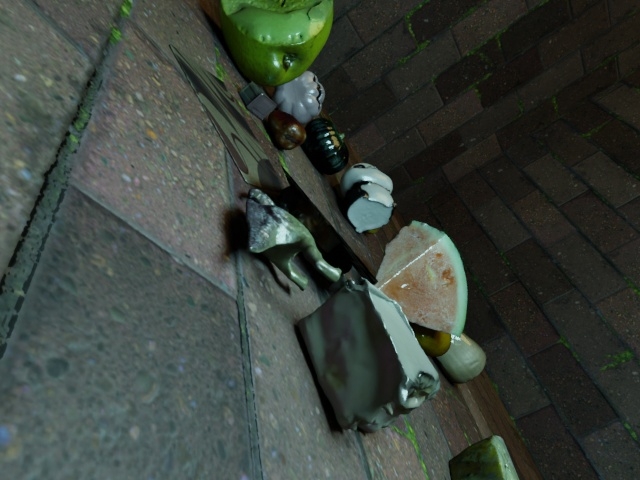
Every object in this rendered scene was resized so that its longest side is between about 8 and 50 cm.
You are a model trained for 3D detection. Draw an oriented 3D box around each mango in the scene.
[{"bbox_3d":[0.318,0.277,1.307,0.139,0.113,0.253,62,17,18],"label":"mango"}]

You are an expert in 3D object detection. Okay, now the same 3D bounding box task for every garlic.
[{"bbox_3d":[0.423,0.364,1.510,0.338,0.151,0.196,44,-9,-22],"label":"garlic"}]

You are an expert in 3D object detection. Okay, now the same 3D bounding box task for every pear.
[{"bbox_3d":[-0.134,-0.594,1.333,0.239,0.342,0.318,97,-6,-60],"label":"pear"}]

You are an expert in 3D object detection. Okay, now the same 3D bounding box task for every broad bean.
[{"bbox_3d":[-0.095,-0.308,1.225,0.114,0.084,0.165,42,15,-40],"label":"broad bean"}]

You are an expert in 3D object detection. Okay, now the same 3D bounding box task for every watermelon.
[{"bbox_3d":[0.265,0.117,1.158,0.293,0.250,0.283,-56,153,-56],"label":"watermelon"}]

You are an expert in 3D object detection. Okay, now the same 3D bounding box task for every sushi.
[{"bbox_3d":[0.000,0.000,0.922,0.294,0.059,0.292,50,-2,7],"label":"sushi"}]

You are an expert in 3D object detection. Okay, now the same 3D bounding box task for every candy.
[{"bbox_3d":[0.072,0.170,0.660,0.184,0.137,0.195,36,24,-56],"label":"candy"}]

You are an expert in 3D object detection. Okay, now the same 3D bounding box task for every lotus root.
[{"bbox_3d":[0.346,0.507,0.904,0.138,0.118,0.235,54,16,-16],"label":"lotus root"}]

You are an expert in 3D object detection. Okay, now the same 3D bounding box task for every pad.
[{"bbox_3d":[-0.185,-0.246,0.947,0.330,0.004,0.220,60,14,9],"label":"pad"}]

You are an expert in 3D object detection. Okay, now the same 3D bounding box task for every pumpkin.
[{"bbox_3d":[0.023,-0.328,1.538,0.202,0.140,0.202,61,12,-22],"label":"pumpkin"}]

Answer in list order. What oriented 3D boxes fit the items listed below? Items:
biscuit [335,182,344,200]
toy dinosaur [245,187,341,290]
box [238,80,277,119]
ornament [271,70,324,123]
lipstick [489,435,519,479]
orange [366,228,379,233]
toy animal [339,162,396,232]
[{"bbox_3d":[0.094,-0.160,1.668,0.118,0.023,0.140,66,16,19],"label":"biscuit"},{"bbox_3d":[-0.063,-0.004,0.702,0.162,0.077,0.294,44,-2,-15],"label":"toy dinosaur"},{"bbox_3d":[-0.167,-0.371,1.171,0.063,0.060,0.084,57,14,17],"label":"box"},{"bbox_3d":[-0.072,-0.481,1.492,0.178,0.177,0.177,52,15,-20],"label":"ornament"},{"bbox_3d":[0.556,0.695,1.333,0.059,0.059,0.264,55,14,-8],"label":"lipstick"},{"bbox_3d":[0.186,-0.071,1.667,0.085,0.085,0.095,47,20,-37],"label":"orange"},{"bbox_3d":[0.157,-0.166,1.545,0.187,0.165,0.235,16,49,-20],"label":"toy animal"}]
